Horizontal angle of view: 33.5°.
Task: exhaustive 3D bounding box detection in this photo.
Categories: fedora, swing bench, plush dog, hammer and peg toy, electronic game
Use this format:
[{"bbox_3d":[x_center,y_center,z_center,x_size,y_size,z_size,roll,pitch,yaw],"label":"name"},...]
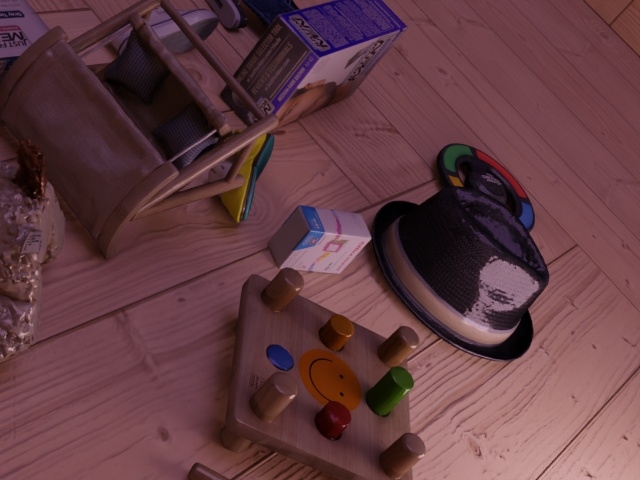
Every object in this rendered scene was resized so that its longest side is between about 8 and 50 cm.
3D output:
[{"bbox_3d":[0.247,0.029,1.715,0.334,0.152,0.334,26,37,-21],"label":"fedora"},{"bbox_3d":[-0.243,-0.157,1.383,0.254,0.165,0.253,-31,75,-38],"label":"swing bench"},{"bbox_3d":[-0.402,-0.019,1.127,0.225,0.211,0.262,5,39,-5],"label":"plush dog"},{"bbox_3d":[-0.001,0.211,1.284,0.266,0.127,0.361,28,36,-19],"label":"hammer and peg toy"},{"bbox_3d":[0.314,-0.096,2.017,0.229,0.048,0.229,26,37,-21],"label":"electronic game"}]

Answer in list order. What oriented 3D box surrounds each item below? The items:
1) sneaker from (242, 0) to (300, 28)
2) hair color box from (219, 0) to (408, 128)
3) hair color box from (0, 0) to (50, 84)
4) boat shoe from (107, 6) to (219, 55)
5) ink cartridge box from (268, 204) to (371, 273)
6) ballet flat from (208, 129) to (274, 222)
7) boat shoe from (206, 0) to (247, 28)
[{"bbox_3d":[-0.100,-0.446,1.970,0.232,0.081,0.090,54,2,1],"label":"sneaker"},{"bbox_3d":[-0.004,-0.310,1.823,0.110,0.185,0.339,48,35,8],"label":"hair color box"},{"bbox_3d":[-0.516,-0.330,1.413,0.347,0.105,0.174,50,35,14],"label":"hair color box"},{"bbox_3d":[-0.252,-0.348,1.712,0.076,0.083,0.226,47,35,7],"label":"boat shoe"},{"bbox_3d":[0.000,0.000,1.560,0.122,0.088,0.052,5,47,-41],"label":"ink cartridge box"},{"bbox_3d":[-0.125,-0.101,1.582,0.077,0.077,0.231,15,34,-1],"label":"ballet flat"},{"bbox_3d":[-0.177,-0.439,1.928,0.040,0.049,0.142,0,57,-52],"label":"boat shoe"}]
